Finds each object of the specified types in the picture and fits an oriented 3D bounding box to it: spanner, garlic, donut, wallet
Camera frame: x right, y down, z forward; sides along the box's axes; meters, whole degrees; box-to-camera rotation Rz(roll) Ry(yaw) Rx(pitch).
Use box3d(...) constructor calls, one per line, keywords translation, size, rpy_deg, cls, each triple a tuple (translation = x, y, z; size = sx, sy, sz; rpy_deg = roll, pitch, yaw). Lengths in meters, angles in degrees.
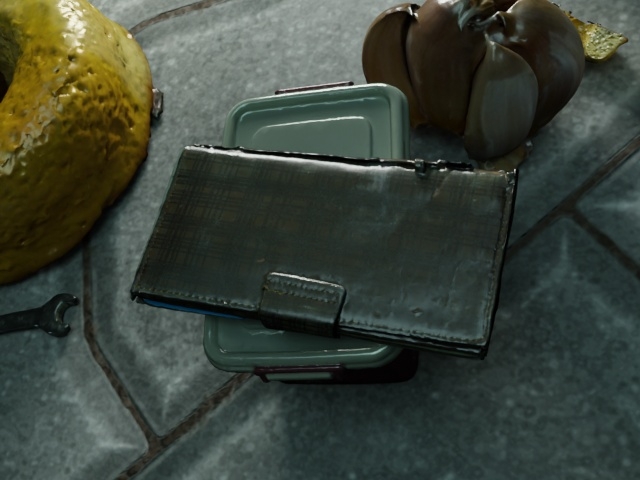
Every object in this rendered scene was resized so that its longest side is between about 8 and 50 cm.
box3d(translation=(-0.407, 0.105, 1.015), size=(0.255, 0.015, 0.054), rpy_deg=(-11, 66, 14), cls="spanner")
box3d(translation=(0.161, -0.190, 0.877), size=(0.160, 0.191, 0.214), rpy_deg=(-28, 48, -22), cls="garlic")
box3d(translation=(0.277, -0.220, 0.899), size=(0.083, 0.067, 0.037), rpy_deg=(31, 99, -7), cls="donut")
box3d(translation=(-0.421, -0.183, 1.056), size=(0.377, 0.163, 0.435), rpy_deg=(-45, 62, -5), cls="donut")
box3d(translation=(0.000, 0.000, 0.724), size=(0.317, 0.044, 0.168), rpy_deg=(6, 67, 19), cls="wallet")

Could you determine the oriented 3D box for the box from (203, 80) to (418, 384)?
box3d(translation=(0.006, 0.008, 0.835), size=(0.194, 0.167, 0.293), rpy_deg=(-3, 68, 15), cls="box")
